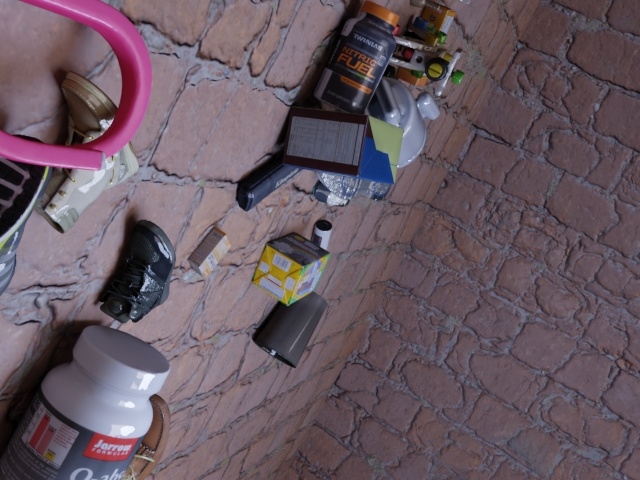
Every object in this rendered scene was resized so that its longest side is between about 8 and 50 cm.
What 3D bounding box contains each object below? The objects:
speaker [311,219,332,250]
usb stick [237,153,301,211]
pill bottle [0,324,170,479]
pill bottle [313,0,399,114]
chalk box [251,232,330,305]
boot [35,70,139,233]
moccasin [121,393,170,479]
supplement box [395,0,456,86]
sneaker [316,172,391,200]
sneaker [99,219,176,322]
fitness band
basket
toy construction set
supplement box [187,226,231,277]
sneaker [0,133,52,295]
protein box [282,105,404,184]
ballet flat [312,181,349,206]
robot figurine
[{"bbox_3d":[0.000,0.000,2.078,0.055,0.055,0.136,-43,156,-42],"label":"speaker"},{"bbox_3d":[-0.099,-0.158,1.575,0.278,0.045,0.077,-43,155,-43],"label":"usb stick"},{"bbox_3d":[-0.435,0.351,1.210,0.363,0.210,0.210,-61,162,3],"label":"pill bottle"},{"bbox_3d":[0.089,-0.417,1.535,0.246,0.130,0.130,-65,162,13],"label":"pill bottle"},{"bbox_3d":[-0.070,0.071,1.878,0.213,0.132,0.132,-22,138,-61],"label":"chalk box"},{"bbox_3d":[-0.347,-0.114,0.931,0.165,0.077,0.213,-49,160,-23],"label":"boot"},{"bbox_3d":[-0.470,0.514,1.524,0.380,0.139,0.147,-52,172,7],"label":"moccasin"},{"bbox_3d":[0.308,-0.575,1.962,0.080,0.078,0.234,-19,136,-59],"label":"supplement box"},{"bbox_3d":[0.080,-0.182,1.922,0.297,0.129,0.111,9,109,-51],"label":"sneaker"},{"bbox_3d":[-0.336,0.070,1.228,0.130,0.087,0.228,-51,167,-44],"label":"sneaker"},{"bbox_3d":[-0.316,-0.192,0.782,0.290,0.054,0.209,3,99,-58],"label":"fitness band"},{"bbox_3d":[-0.087,0.266,2.126,0.227,0.154,0.204,-58,164,-16],"label":"basket"},{"bbox_3d":[0.308,-0.524,1.779,0.309,0.237,0.257,-62,162,7],"label":"toy construction set"},{"bbox_3d":[-0.245,0.028,1.488,0.098,0.036,0.062,-53,161,-18],"label":"supplement box"},{"bbox_3d":[-0.436,0.000,0.860,0.300,0.111,0.121,-59,-179,-1],"label":"sneaker"},{"bbox_3d":[0.054,-0.217,1.547,0.199,0.201,0.136,1,100,-60],"label":"protein box"},{"bbox_3d":[0.042,-0.132,1.959,0.074,0.074,0.203,-61,162,5],"label":"ballet flat"},{"bbox_3d":[0.177,-0.311,1.811,0.299,0.200,0.353,-18,165,12],"label":"robot figurine"}]
